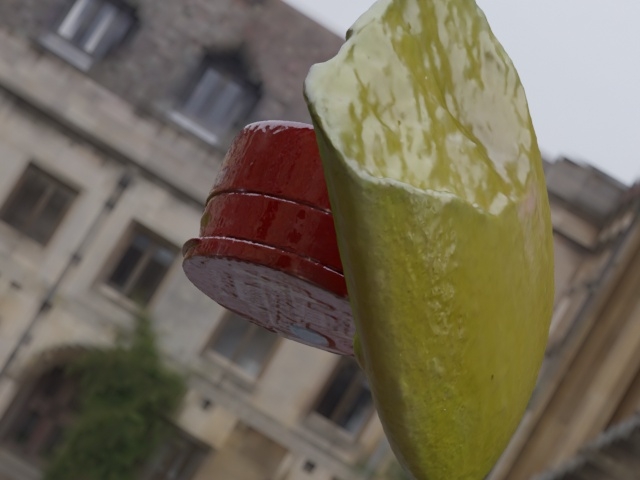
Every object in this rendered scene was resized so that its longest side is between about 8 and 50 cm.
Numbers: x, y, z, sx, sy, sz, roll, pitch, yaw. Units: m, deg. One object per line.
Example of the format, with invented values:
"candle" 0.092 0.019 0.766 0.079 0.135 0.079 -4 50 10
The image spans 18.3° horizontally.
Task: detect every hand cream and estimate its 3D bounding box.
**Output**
"hand cream" 0.000 0.000 1.807 0.230 0.149 0.230 22 -16 7

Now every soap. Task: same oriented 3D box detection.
"soap" 0.106 0.005 1.581 0.115 0.306 0.427 1 -50 22
